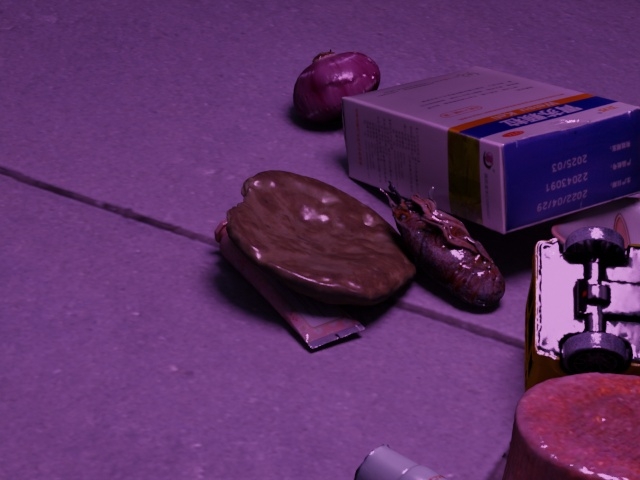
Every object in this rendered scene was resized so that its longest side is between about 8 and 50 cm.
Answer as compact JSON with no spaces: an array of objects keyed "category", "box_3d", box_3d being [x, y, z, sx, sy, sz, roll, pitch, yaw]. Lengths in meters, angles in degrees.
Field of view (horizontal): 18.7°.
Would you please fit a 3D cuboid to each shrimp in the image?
[{"category":"shrimp","box_3d":[0.127,-0.001,2.068,0.073,0.075,0.190,-15,46,-41]}]

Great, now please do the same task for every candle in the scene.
[{"category":"candle","box_3d":[0.337,0.212,1.703,0.287,0.131,0.317,-18,39,-40]}]

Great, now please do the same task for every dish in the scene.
[{"category":"dish","box_3d":[0.357,0.034,2.062,0.229,0.081,0.229,2,27,-1]}]

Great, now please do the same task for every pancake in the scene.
[{"category":"pancake","box_3d":[0.000,0.001,2.045,0.222,0.042,0.236,17,24,-19]}]

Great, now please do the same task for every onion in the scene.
[{"category":"onion","box_3d":[0.023,-0.181,2.363,0.115,0.115,0.104,-34,92,-48]}]

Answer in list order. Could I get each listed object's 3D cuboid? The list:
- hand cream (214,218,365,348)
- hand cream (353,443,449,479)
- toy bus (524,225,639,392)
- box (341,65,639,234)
[{"category":"hand cream","box_3d":[-0.041,0.044,2.012,0.067,0.043,0.210,-17,42,-31]},{"category":"hand cream","box_3d":[0.167,0.276,1.637,0.331,0.058,0.085,32,19,30]},{"category":"toy bus","box_3d":[0.365,0.089,1.878,0.331,0.151,0.145,5,56,-1]},{"category":"box","box_3d":[0.188,-0.109,2.182,0.200,0.106,0.299,-16,21,-31]}]
